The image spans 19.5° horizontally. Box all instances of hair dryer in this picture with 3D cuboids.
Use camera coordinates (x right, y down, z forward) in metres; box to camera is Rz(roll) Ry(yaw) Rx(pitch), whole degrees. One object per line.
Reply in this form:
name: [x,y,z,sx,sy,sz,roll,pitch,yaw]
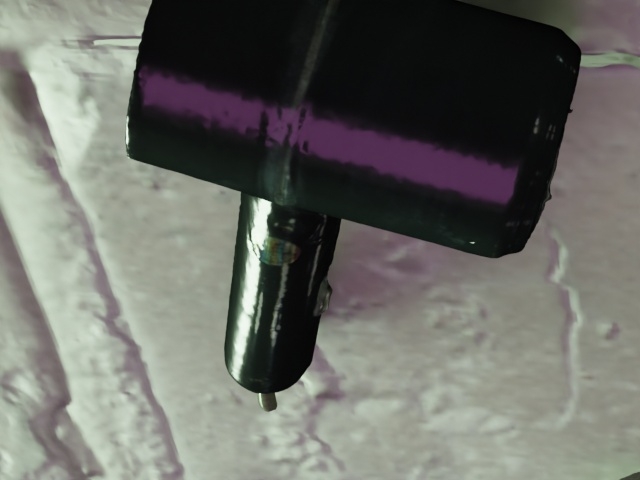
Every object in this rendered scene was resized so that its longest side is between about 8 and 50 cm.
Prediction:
hair dryer: [0.000,0.000,0.602,0.124,0.071,0.219,17,144,2]

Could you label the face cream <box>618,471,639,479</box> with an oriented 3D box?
face cream: [0.154,0.198,0.732,0.077,0.077,0.250,-2,132,22]
